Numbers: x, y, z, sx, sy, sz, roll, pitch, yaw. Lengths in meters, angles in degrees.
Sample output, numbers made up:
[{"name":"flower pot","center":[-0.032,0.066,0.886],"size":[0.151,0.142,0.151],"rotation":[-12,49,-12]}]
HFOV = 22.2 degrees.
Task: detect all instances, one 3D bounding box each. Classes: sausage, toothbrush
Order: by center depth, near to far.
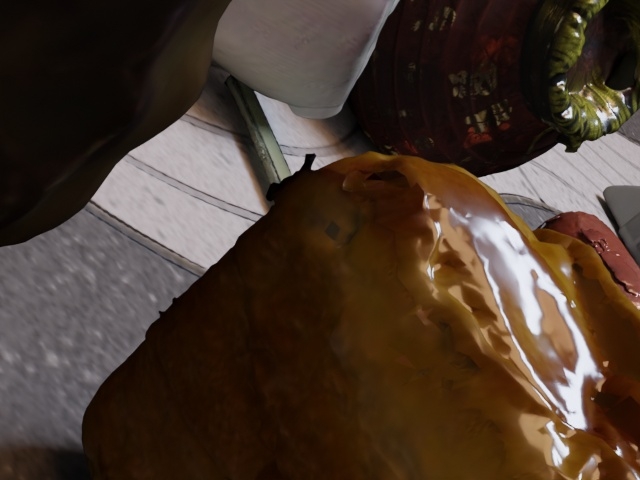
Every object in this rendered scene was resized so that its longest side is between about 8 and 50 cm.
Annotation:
[{"name":"toothbrush","center":[-0.004,0.004,0.855],"size":[0.026,0.028,0.294],"rotation":[29,22,-42]},{"name":"sausage","center":[0.187,0.039,1.113],"size":[0.076,0.076,0.141],"rotation":[28,29,-44]}]

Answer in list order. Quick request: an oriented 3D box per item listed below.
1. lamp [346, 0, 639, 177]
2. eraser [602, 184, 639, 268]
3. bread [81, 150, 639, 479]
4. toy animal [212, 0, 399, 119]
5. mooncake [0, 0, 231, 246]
[{"name":"lamp","center":[0.115,-0.154,1.088],"size":[0.247,0.247,0.247],"rotation":[41,21,-20]},{"name":"eraser","center":[0.341,0.066,1.405],"size":[0.089,0.061,0.352],"rotation":[35,24,-36]},{"name":"bread","center":[0.062,0.142,0.495],"size":[0.149,0.195,0.344],"rotation":[17,39,-46]},{"name":"toy animal","center":[-0.067,-0.195,0.902],"size":[0.282,0.138,0.140],"rotation":[40,26,-8]},{"name":"mooncake","center":[-0.150,-0.122,0.407],"size":[0.290,0.290,0.161],"rotation":[37,28,-30]}]
